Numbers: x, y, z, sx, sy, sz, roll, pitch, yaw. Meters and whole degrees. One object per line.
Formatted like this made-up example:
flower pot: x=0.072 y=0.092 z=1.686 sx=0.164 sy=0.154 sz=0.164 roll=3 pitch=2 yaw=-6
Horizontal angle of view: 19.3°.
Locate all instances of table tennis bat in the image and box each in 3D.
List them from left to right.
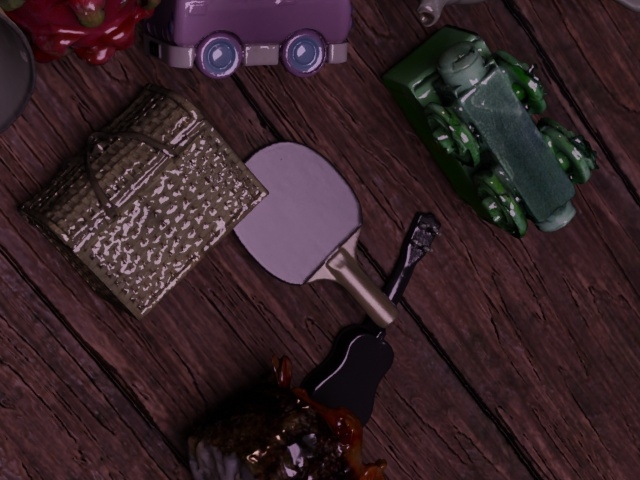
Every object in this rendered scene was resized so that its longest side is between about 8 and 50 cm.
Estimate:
table tennis bat: x=0.000 y=0.000 z=2.071 sx=0.138 sy=0.022 sz=0.246 roll=-45 pitch=104 yaw=-10

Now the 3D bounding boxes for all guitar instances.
guitar: x=0.069 y=0.090 z=2.131 sx=0.084 sy=0.038 sz=0.271 roll=30 pitch=88 yaw=-27

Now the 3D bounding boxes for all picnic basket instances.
picnic basket: x=-0.189 y=-0.046 z=1.936 sx=0.196 sy=0.134 sz=0.154 roll=-44 pitch=118 yaw=-10

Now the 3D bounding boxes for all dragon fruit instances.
dragon fruit: x=-0.251 y=-0.312 z=1.835 sx=0.218 sy=0.198 sz=0.273 roll=1 pitch=77 yaw=4

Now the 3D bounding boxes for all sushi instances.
sushi: x=-0.025 y=0.293 z=2.064 sx=0.182 sy=0.196 sz=0.343 roll=-35 pitch=119 yaw=-34

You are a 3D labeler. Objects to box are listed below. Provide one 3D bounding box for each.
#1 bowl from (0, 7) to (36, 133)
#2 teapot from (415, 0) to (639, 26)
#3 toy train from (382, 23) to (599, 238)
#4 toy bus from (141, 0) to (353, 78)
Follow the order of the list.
bowl: x=-0.442 y=-0.199 z=1.749 sx=0.337 sy=0.337 sz=0.157 roll=0 pitch=60 yaw=-24
teapot: x=0.214 y=-0.353 z=2.043 sx=0.318 sy=0.149 sz=0.220 roll=-6 pitch=105 yaw=-22
toy train: x=0.184 y=-0.117 z=2.055 sx=0.132 sy=0.188 sz=0.243 roll=-39 pitch=112 yaw=-8
toy bus: x=-0.074 y=-0.244 z=1.941 sx=0.202 sy=0.142 sz=0.142 roll=-4 pitch=103 yaw=-23
